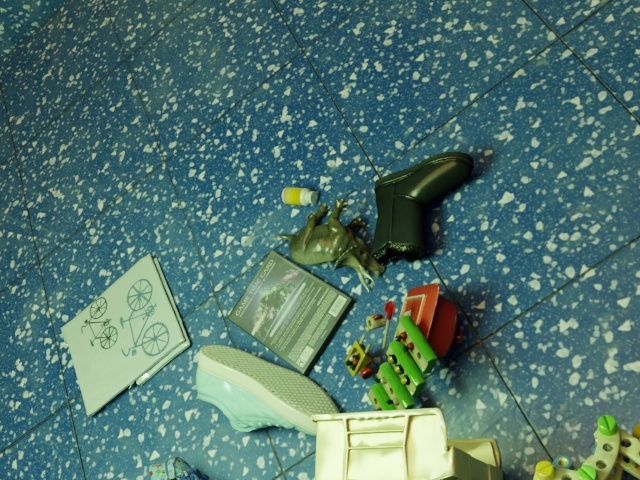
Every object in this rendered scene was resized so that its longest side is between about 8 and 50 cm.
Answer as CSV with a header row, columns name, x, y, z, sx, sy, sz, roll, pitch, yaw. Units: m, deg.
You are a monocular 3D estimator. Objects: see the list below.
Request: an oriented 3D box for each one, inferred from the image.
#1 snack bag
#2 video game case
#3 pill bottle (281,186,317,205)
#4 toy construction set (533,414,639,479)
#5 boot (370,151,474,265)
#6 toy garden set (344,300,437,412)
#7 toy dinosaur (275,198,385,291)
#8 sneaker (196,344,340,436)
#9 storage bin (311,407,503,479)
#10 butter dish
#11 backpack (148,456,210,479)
name,x,y,z,sx,sy,sz,roll,pitch,yaw
snack bag,-0.507,0.246,2.101,0.343,0.037,0.323,-39,51,9
video game case,-0.073,0.159,1.872,0.274,0.026,0.196,30,84,40
pill bottle,-0.049,-0.106,1.980,0.083,0.043,0.043,7,70,36
toy construction set,0.521,0.403,1.280,0.215,0.151,0.328,-38,55,-21
boot,0.218,-0.061,1.749,0.247,0.094,0.207,-17,55,31
toy garden set,0.120,0.235,1.594,0.203,0.049,0.244,59,145,39
toy dinosaur,0.000,0.000,1.847,0.314,0.121,0.160,7,58,31
sneaker,-0.118,0.353,1.760,0.366,0.135,0.150,23,111,33
storage bin,0.158,0.387,1.451,0.261,0.262,0.123,-10,62,29
butter dish,0.224,0.176,1.619,0.160,0.118,0.160,155,132,-71
backpack,-0.288,0.537,1.741,0.117,0.158,0.173,-34,40,4
